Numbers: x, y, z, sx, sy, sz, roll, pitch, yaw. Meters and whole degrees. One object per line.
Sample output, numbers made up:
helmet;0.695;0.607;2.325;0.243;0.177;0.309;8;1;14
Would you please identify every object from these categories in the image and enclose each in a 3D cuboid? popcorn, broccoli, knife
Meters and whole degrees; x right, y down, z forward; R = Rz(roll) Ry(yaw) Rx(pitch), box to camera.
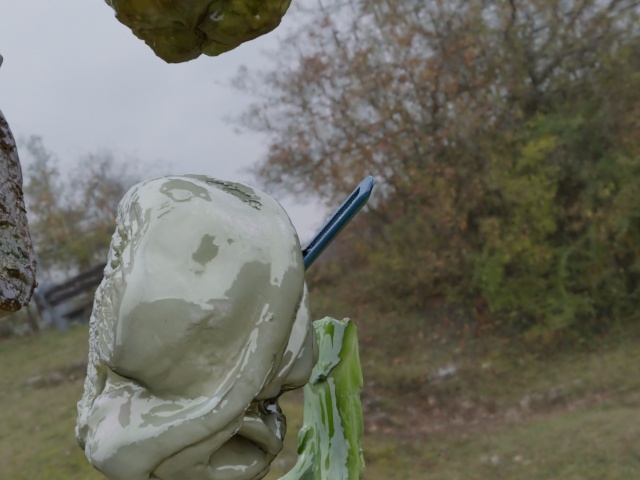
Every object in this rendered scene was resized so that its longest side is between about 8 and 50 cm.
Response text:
popcorn;-0.142;-0.358;1.261;0.282;0.246;0.282;-8;-19;-3
broccoli;-0.011;0.325;1.433;0.275;0.396;0.353;3;13;-2
knife;-0.002;-0.001;1.372;0.296;0.026;0.044;-50;16;49

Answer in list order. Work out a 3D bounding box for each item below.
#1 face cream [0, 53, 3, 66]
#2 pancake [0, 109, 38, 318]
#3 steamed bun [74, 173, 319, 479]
face cream;-0.576;-0.155;1.581;0.089;0.314;0.143;16;-10;47
pancake;-0.388;-0.089;1.046;0.065;0.356;0.356;-20;-4;10
steamed bun;-0.118;0.110;1.100;0.247;0.352;0.339;14;2;-14
